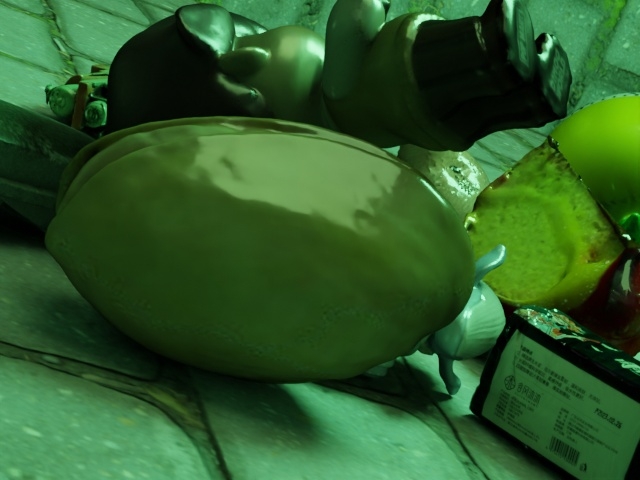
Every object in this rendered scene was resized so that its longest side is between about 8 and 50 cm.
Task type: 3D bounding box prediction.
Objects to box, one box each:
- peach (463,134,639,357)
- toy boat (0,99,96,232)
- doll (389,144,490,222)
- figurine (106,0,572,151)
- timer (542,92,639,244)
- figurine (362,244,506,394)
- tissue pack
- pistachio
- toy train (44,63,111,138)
[{"bbox_3d":[0.227,0.048,1.436,0.154,0.158,0.267,52,5,-35],"label":"peach"},{"bbox_3d":[-0.242,-0.058,1.217,0.141,0.092,0.319,29,7,31],"label":"toy boat"},{"bbox_3d":[0.055,-0.078,1.691,0.303,0.156,0.201,15,20,-13],"label":"doll"},{"bbox_3d":[-0.006,-0.118,1.188,0.218,0.365,0.206,18,51,-58],"label":"figurine"},{"bbox_3d":[0.356,-0.022,1.770,0.285,0.285,0.285,22,12,-5],"label":"timer"},{"bbox_3d":[0.061,0.046,1.241,0.183,0.128,0.208,12,8,-31],"label":"figurine"},{"bbox_3d":[0.206,0.129,1.183,0.090,0.103,0.170,0,25,-46],"label":"tissue pack"},{"bbox_3d":[-0.038,0.009,1.062,0.293,0.182,0.162,12,17,-5],"label":"pistachio"},{"bbox_3d":[-0.227,-0.149,1.679,0.118,0.074,0.176,17,14,19],"label":"toy train"}]
